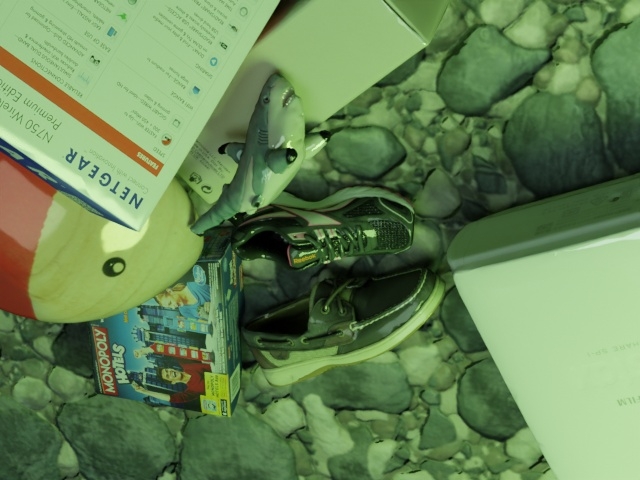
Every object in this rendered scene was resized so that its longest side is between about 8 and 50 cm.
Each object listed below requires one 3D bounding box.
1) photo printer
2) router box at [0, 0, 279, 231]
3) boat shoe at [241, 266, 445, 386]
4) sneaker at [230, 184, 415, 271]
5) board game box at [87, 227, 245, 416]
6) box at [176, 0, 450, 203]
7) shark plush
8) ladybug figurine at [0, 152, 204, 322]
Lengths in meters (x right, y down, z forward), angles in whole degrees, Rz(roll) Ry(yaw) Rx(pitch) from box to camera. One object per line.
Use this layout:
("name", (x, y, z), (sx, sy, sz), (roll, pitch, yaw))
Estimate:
("photo printer", (0.285, 0.097, 1.675), (0.256, 0.107, 0.307), (-15, 117, 28))
("router box", (-0.196, -0.218, 1.449), (0.335, 0.301, 0.082), (37, 170, -38))
("boat shoe", (0.015, 0.072, 1.773), (0.223, 0.080, 0.073), (-26, 117, 37))
("sneaker", (0.000, 0.000, 1.729), (0.178, 0.077, 0.072), (-2, 124, 20))
("board game box", (-0.174, 0.067, 1.850), (0.194, 0.060, 0.194), (10, 126, 15))
("box", (-0.022, -0.152, 1.611), (0.275, 0.113, 0.094), (-33, 108, 36))
("shark plush", (-0.056, -0.065, 1.588), (0.067, 0.073, 0.161), (44, 133, 7))
("ladybug figurine", (-0.321, -0.063, 1.688), (0.449, 0.162, 0.305), (27, 156, 14))
